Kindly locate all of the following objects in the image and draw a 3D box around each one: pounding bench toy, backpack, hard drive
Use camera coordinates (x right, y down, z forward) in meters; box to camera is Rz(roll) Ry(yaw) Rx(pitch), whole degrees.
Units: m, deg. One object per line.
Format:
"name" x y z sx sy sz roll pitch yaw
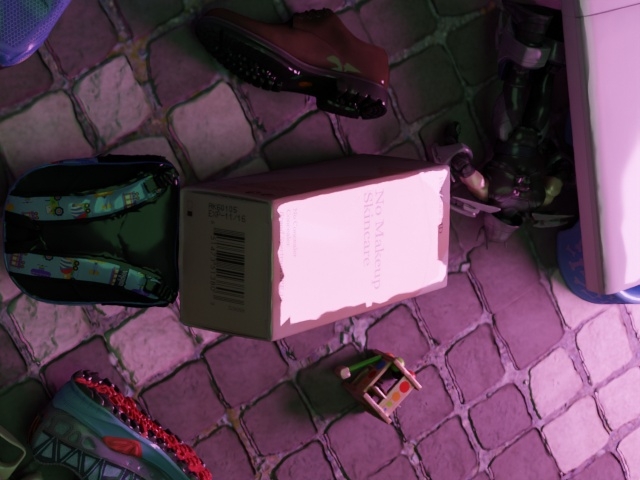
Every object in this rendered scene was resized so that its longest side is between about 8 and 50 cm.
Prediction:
"pounding bench toy" 0.063 0.152 1.935 0.065 0.052 0.083 -47 117 -11
"backpack" -0.230 -0.012 1.712 0.173 0.117 0.158 -1 101 -9
"hard drive" 0.387 -0.137 1.953 0.233 0.047 0.353 -17 109 -29

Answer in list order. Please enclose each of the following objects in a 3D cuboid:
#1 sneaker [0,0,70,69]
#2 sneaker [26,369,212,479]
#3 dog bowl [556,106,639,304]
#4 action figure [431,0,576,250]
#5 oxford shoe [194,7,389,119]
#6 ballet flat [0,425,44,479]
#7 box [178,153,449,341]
"sneaker" -0.243 -0.315 1.624 0.130 0.147 0.330 28 88 -29
"sneaker" -0.204 0.251 1.809 0.125 0.104 0.262 -42 113 6
"dog bowl" 0.375 -0.061 2.040 0.166 0.074 0.297 -2 101 -27
"action figure" 0.225 -0.125 1.941 0.185 0.099 0.285 5 102 -35
"oxford shoe" -0.028 -0.206 1.809 0.227 0.083 0.096 19 69 -27
"ballet flat" -0.319 0.243 1.744 0.070 0.070 0.188 -39 117 -15
"box" 0.000 0.000 1.764 0.311 0.121 0.148 -16 109 -51
